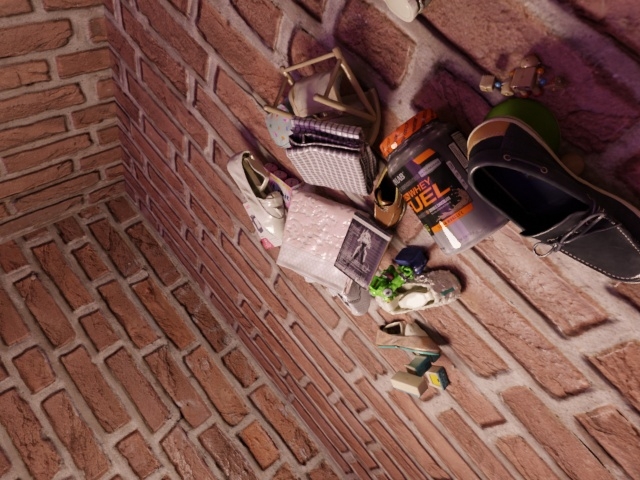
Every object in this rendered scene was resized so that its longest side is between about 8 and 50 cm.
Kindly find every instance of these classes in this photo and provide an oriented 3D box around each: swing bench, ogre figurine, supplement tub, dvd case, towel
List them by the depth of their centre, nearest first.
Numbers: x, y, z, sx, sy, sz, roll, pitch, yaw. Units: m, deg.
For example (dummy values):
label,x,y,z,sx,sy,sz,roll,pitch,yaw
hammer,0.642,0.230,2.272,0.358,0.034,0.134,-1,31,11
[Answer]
label,x,y,z,sx,sy,sz,roll,pitch,yaw
supplement tub,0.312,-0.150,1.085,0.338,0.207,0.207,55,146,4
swing bench,0.017,-0.402,1.269,0.253,0.165,0.254,8,164,47
towel,0.039,-0.238,1.277,0.234,0.121,0.284,16,169,19
ogre figurine,0.223,0.137,1.402,0.097,0.118,0.197,51,163,-25
dvd case,0.140,0.036,1.450,0.164,0.018,0.221,37,119,33
towel,0.000,0.000,1.589,0.331,0.053,0.317,22,106,25

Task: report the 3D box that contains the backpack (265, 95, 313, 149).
label,x,y,z,sx,sy,sz,roll,pitch,yaw
backpack,-0.087,-0.387,1.464,0.165,0.144,0.188,-21,102,50

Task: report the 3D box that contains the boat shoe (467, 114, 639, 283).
label,x,y,z,sx,sy,sz,roll,pitch,yaw
boat shoe,0.499,-0.052,0.890,0.500,0.156,0.187,38,146,-8

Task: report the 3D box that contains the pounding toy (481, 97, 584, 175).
label,x,y,z,sx,sy,sz,roll,pitch,yaw
pounding toy,0.444,-0.198,0.965,0.237,0.110,0.183,53,146,8

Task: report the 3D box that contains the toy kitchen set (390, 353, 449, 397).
label,x,y,z,sx,sy,sz,roll,pitch,yaw
toy kitchen set,0.382,0.512,1.527,0.122,0.207,0.166,0,117,53

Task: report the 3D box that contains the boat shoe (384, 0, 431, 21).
label,x,y,z,sx,sy,sz,roll,pitch,yaw
boat shoe,0.147,-0.645,1.002,0.305,0.091,0.109,51,-177,14

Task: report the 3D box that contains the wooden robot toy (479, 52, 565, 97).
label,x,y,z,sx,sy,sz,roll,pitch,yaw
wooden robot toy,0.436,-0.356,0.911,0.173,0.076,0.079,17,94,44

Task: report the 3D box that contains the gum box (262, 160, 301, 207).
label,x,y,z,sx,sy,sz,roll,pitch,yaw
gum box,-0.165,-0.234,1.753,0.188,0.062,0.107,39,142,26

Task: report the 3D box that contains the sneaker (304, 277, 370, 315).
label,x,y,z,sx,sy,sz,roll,pitch,yaw
sneaker,0.054,0.148,1.724,0.366,0.137,0.210,59,147,7

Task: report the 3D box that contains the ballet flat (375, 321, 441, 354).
label,x,y,z,sx,sy,sz,roll,pitch,yaw
ballet flat,0.316,0.358,1.588,0.316,0.107,0.106,-10,73,54

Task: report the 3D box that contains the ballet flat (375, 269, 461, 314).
label,x,y,z,sx,sy,sz,roll,pitch,yaw
ballet flat,0.290,0.185,1.452,0.147,0.147,0.409,59,147,-2

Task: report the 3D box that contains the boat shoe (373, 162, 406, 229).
label,x,y,z,sx,sy,sz,roll,pitch,yaw
boat shoe,0.207,-0.141,1.316,0.110,0.104,0.307,36,142,25

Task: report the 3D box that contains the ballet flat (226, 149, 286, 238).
label,x,y,z,sx,sy,sz,roll,pitch,yaw
ballet flat,-0.235,-0.193,1.720,0.400,0.139,0.139,56,146,4

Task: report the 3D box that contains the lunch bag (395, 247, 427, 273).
label,x,y,z,sx,sy,sz,roll,pitch,yaw
lunch bag,0.302,0.069,1.395,0.098,0.067,0.065,6,137,54

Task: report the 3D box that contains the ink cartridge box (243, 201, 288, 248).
label,x,y,z,sx,sy,sz,roll,pitch,yaw
ink cartridge box,-0.224,-0.096,1.905,0.172,0.100,0.237,-14,105,54
